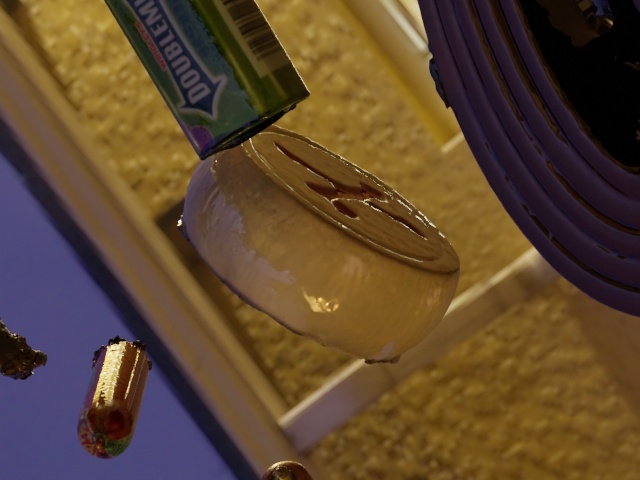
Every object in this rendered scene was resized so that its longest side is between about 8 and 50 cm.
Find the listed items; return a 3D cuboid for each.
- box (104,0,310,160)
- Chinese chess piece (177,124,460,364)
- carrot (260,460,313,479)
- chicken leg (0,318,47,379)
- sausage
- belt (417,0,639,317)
[{"bbox_3d":[-0.152,-0.254,1.682,0.345,0.134,0.097,60,-149,-3],"label":"box"},{"bbox_3d":[0.000,0.000,1.961,0.338,0.140,0.338,31,-166,-9],"label":"Chinese chess piece"},{"bbox_3d":[-0.040,0.317,1.845,0.257,0.061,0.061,96,157,-52],"label":"carrot"},{"bbox_3d":[-0.297,0.007,1.291,0.253,0.051,0.106,47,-171,2],"label":"chicken leg"},{"bbox_3d":[-0.254,0.198,2.068,0.083,0.083,0.264,46,-169,-13],"label":"sausage"},{"bbox_3d":[0.146,-0.128,0.728,0.122,0.217,0.339,0,-118,-35],"label":"belt"}]
